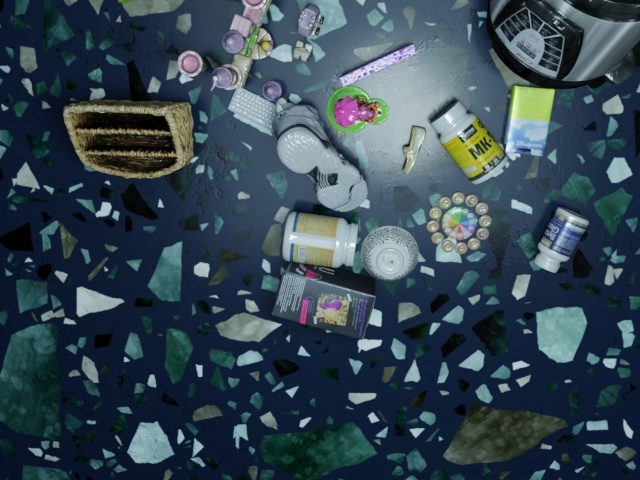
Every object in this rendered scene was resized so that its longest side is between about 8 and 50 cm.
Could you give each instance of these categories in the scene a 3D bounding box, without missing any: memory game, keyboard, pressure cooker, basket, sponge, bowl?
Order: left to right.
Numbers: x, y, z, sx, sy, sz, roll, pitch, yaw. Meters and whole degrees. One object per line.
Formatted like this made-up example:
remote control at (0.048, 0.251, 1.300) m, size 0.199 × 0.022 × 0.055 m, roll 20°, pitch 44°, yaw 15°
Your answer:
basket at (-0.512, -0.268, 1.833) m, size 0.299 × 0.223 × 0.214 m, roll 3°, pitch 106°, yaw 3°
keyboard at (-0.130, -0.341, 1.889) m, size 0.256 × 0.014 × 0.072 m, roll 27°, pitch 106°, yaw -3°
sponge at (0.152, -0.461, 1.778) m, size 0.210 × 0.117 × 0.031 m, roll -21°, pitch 102°, yaw 11°
bowl at (0.199, 0.049, 1.938) m, size 0.170 × 0.080 × 0.170 m, roll 1°, pitch 105°, yaw 4°
memory game at (0.395, -0.048, 1.930) m, size 0.186 × 0.012 × 0.186 m, roll 1°, pitch 106°, yaw 4°
pressure cooker at (0.593, -0.559, 1.570) m, size 0.375 × 0.420 × 0.370 m, roll 1°, pitch 74°, yaw -6°

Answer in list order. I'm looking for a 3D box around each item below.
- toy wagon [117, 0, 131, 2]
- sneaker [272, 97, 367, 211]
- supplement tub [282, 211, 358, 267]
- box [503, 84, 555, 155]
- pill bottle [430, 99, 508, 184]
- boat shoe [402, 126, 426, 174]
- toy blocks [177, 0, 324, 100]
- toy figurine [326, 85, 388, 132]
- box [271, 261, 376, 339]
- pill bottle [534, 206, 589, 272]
toy wagon at (-0.457, -0.789, 1.761) m, size 0.344 × 0.068 × 0.267 m, roll -14°, pitch 104°, yaw 9°
sneaker at (-0.003, -0.237, 1.840) m, size 0.137 × 0.210 × 0.366 m, roll -33°, pitch 138°, yaw 18°
supplement tub at (0.000, 0.000, 1.906) m, size 0.199 × 0.144 × 0.144 m, roll 8°, pitch 106°, yaw 2°
box at (0.559, -0.323, 1.823) m, size 0.108 × 0.042 × 0.178 m, roll 6°, pitch 106°, yaw 4°
pill bottle at (0.395, -0.264, 1.813) m, size 0.119 × 0.119 × 0.208 m, roll -39°, pitch 99°, yaw 14°
boat shoe at (0.250, -0.249, 1.869) m, size 0.045 × 0.050 × 0.135 m, roll 20°, pitch 96°, yaw 2°
toy blocks at (-0.184, -0.509, 1.711) m, size 0.308 × 0.260 × 0.289 m, roll 21°, pitch 103°, yaw -2°
toy figurine at (0.097, -0.338, 1.796) m, size 0.173 × 0.159 × 0.130 m, roll 7°, pitch 106°, yaw 2°
box at (0.014, 0.159, 1.939) m, size 0.270 × 0.165 × 0.143 m, roll 16°, pitch 106°, yaw 0°
pill bottle at (0.663, 0.000, 1.879) m, size 0.094 × 0.094 × 0.169 m, roll 23°, pitch 106°, yaw -2°
